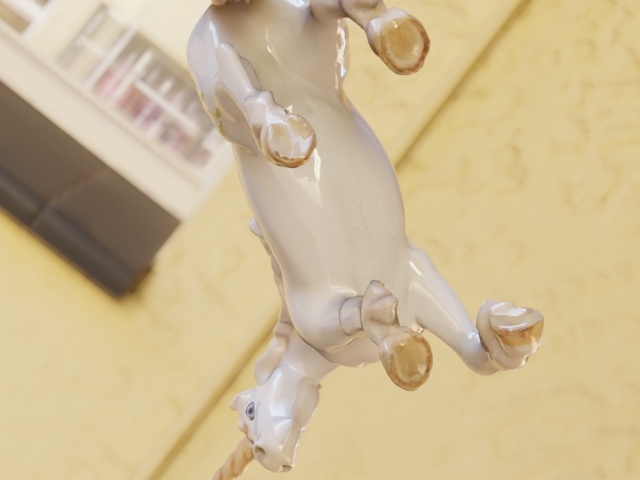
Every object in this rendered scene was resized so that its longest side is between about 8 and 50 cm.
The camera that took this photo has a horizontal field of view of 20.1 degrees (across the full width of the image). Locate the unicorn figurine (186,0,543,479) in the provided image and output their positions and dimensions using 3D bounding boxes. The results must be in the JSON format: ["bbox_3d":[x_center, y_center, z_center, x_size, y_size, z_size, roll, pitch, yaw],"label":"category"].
[{"bbox_3d":[0.000,0.000,0.404,0.111,0.060,0.161,-160,-117,-68],"label":"unicorn figurine"}]
